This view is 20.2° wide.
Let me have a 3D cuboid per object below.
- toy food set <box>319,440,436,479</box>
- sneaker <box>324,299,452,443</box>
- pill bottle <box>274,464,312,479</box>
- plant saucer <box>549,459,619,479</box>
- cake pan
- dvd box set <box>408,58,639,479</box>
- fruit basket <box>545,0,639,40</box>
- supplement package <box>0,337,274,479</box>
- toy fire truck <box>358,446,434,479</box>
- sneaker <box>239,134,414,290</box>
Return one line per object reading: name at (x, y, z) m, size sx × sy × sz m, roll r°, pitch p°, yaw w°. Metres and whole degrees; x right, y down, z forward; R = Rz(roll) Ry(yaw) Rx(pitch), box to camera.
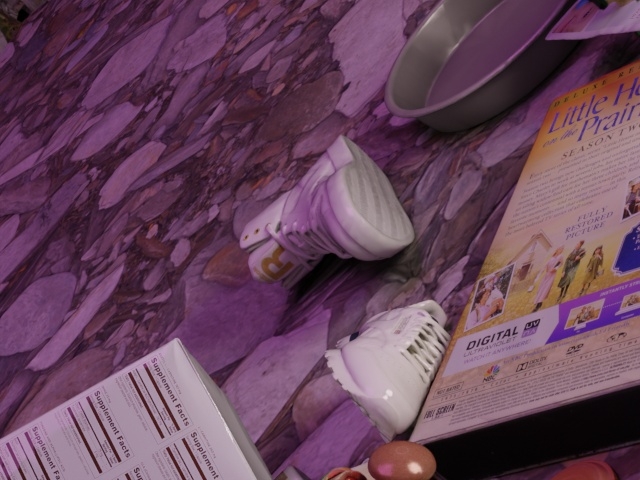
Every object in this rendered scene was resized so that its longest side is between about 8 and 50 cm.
toy food set at (0.056, 0.204, 1.326) m, size 0.128 × 0.071 × 0.218 m, roll -13°, pitch 32°, yaw -21°
sneaker at (0.066, 0.102, 1.541) m, size 0.095 × 0.090 × 0.235 m, roll -31°, pitch 10°, yaw 7°
pill bottle at (-0.044, 0.256, 1.535) m, size 0.120 × 0.067 × 0.067 m, roll -46°, pitch 22°, yaw -1°
plant saucer at (0.182, 0.194, 1.311) m, size 0.083 × 0.013 × 0.083 m, roll -37°, pitch 24°, yaw 19°
cake pan at (0.195, -0.229, 1.971) m, size 0.293 × 0.054 × 0.293 m, roll -38°, pitch 23°, yaw 19°
dvd box set at (0.255, -0.005, 1.462) m, size 0.307 × 0.062 × 0.420 m, roll -23°, pitch 32°, yaw 45°
fruit basket at (0.355, -0.311, 1.624) m, size 0.327 × 0.165 × 0.353 m, roll -48°, pitch 5°, yaw -3°
supplement package at (-0.148, 0.210, 1.425) m, size 0.203 × 0.149 × 0.194 m, roll -30°, pitch -21°, yaw -2°
toy fire truck at (0.036, 0.255, 1.421) m, size 0.192 × 0.047 × 0.135 m, roll -51°, pitch 23°, yaw -14°
sneaker at (0.000, 0.000, 1.872) m, size 0.169 × 0.108 × 0.292 m, roll -44°, pitch 12°, yaw 9°
